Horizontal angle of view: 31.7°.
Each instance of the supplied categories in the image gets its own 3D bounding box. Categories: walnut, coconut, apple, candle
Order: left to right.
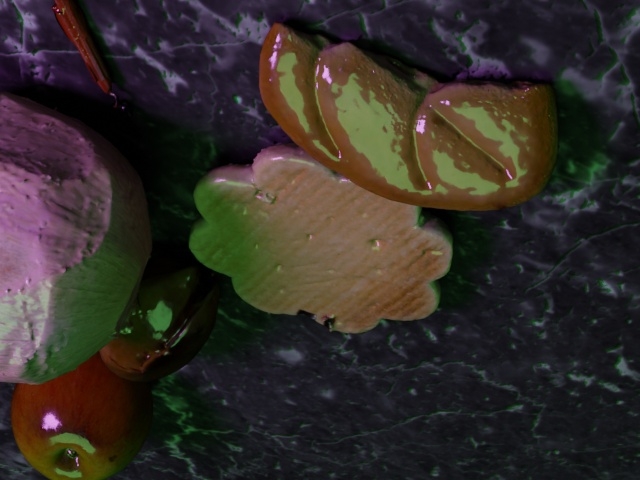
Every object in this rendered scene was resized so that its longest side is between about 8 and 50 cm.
[{"bbox_3d":[-0.305,0.009,1.180,0.254,0.297,0.297,24,141,5],"label":"coconut"},{"bbox_3d":[-0.329,0.240,1.548,0.196,0.196,0.196,8,141,7],"label":"apple"},{"bbox_3d":[-0.230,-0.185,1.130,0.026,0.021,0.167,-18,134,5],"label":"candle"},{"bbox_3d":[-0.201,0.097,1.376,0.137,0.137,0.245,26,144,-15],"label":"walnut"}]

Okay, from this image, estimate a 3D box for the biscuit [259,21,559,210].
[{"bbox_3d":[0.081,-0.108,1.084,0.299,0.045,0.154,13,120,2],"label":"biscuit"}]

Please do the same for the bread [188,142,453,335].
[{"bbox_3d":[0.000,0.000,1.259,0.316,0.054,0.316,9,142,7],"label":"bread"}]
